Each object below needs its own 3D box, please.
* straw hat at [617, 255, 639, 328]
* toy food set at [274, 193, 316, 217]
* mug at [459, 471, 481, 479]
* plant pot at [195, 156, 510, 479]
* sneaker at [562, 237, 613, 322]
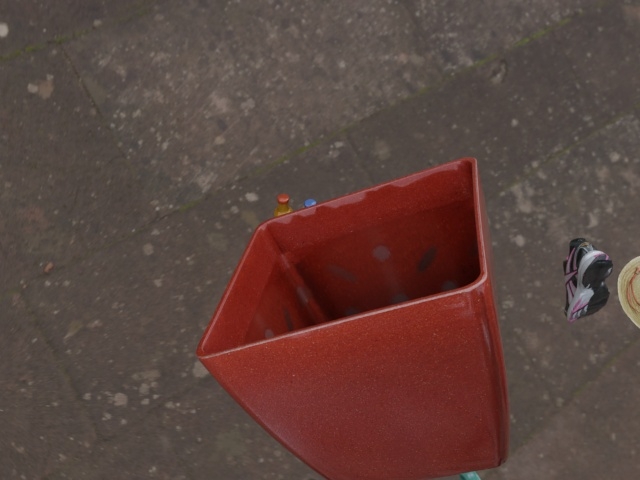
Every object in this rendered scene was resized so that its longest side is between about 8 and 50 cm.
[{"bbox_3d":[0.451,0.088,0.959,0.144,0.061,0.145,3,61,-5],"label":"straw hat"},{"bbox_3d":[0.000,0.000,1.432,0.111,0.105,0.232,-22,50,-21],"label":"toy food set"},{"bbox_3d":[0.290,0.489,1.274,0.157,0.097,0.129,31,64,23],"label":"mug"},{"bbox_3d":[0.070,0.103,0.755,0.267,0.267,0.236,-72,142,-60],"label":"plant pot"},{"bbox_3d":[0.444,0.063,1.227,0.071,0.178,0.077,-14,47,-10],"label":"sneaker"}]
